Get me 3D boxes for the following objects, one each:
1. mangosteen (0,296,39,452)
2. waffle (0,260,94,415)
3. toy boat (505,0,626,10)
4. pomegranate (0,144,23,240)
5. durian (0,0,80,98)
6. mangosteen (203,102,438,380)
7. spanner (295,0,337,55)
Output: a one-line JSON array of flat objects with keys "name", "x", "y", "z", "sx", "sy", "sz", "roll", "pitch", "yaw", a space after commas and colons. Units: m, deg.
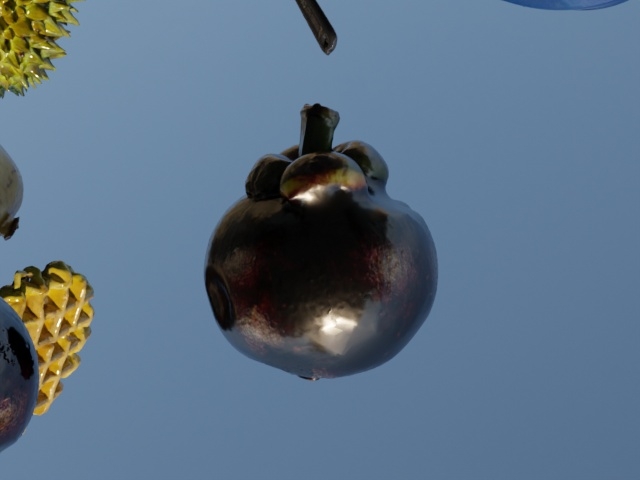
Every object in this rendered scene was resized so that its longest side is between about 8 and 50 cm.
[{"name": "mangosteen", "x": -0.358, "y": 0.151, "z": 1.103, "sx": 0.211, "sy": 0.211, "sz": 0.250, "roll": 35, "pitch": -56, "yaw": 49}, {"name": "waffle", "x": -0.418, "y": 0.162, "z": 1.738, "sx": 0.062, "sy": 0.329, "sz": 0.329, "roll": 30, "pitch": -103, "yaw": 20}, {"name": "toy boat", "x": 0.178, "y": -0.265, "z": 1.092, "sx": 0.088, "sy": 0.129, "sz": 0.295, "roll": -39, "pitch": -140, "yaw": -14}, {"name": "pomegranate", "x": -0.535, "y": -0.066, "z": 1.838, "sx": 0.215, "sy": 0.215, "sz": 0.215, "roll": -22, "pitch": -134, "yaw": 24}, {"name": "durian", "x": -0.356, "y": -0.257, "z": 1.123, "sx": 0.291, "sy": 0.291, "sz": 0.224, "roll": -7, "pitch": -167, "yaw": 35}, {"name": "mangosteen", "x": 0.000, "y": 0.000, "z": 1.379, "sx": 0.275, "sy": 0.275, "sz": 0.302, "roll": 4, "pitch": -80, "yaw": 41}, {"name": "spanner", "x": -0.031, "y": -0.262, "z": 1.258, "sx": 0.208, "sy": 0.012, "sz": 0.046, "roll": 61, "pitch": -35, "yaw": 30}]
